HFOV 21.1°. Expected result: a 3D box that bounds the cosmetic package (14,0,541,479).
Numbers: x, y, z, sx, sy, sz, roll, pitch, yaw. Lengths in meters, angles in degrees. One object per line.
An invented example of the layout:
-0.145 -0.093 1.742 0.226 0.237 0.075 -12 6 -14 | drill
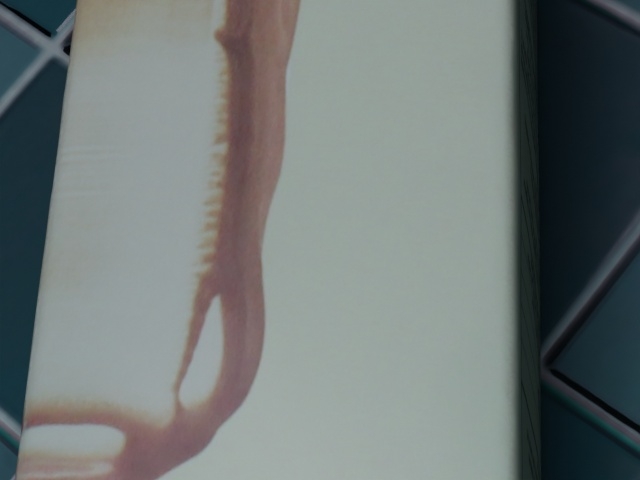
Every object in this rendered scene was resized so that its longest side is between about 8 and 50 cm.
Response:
0.000 0.000 0.511 0.129 0.153 0.296 -2 62 8 | cosmetic package
